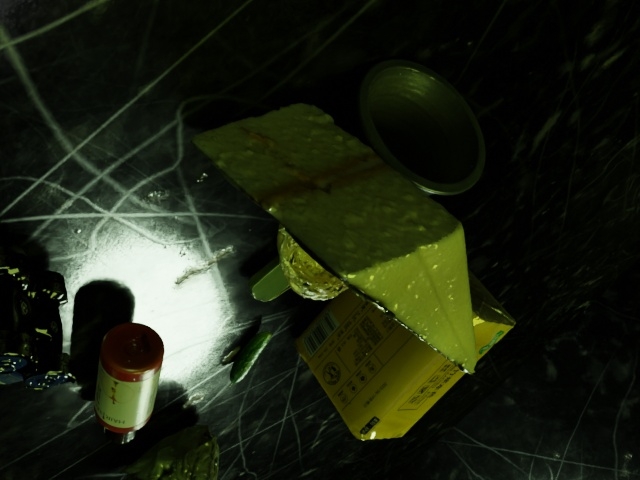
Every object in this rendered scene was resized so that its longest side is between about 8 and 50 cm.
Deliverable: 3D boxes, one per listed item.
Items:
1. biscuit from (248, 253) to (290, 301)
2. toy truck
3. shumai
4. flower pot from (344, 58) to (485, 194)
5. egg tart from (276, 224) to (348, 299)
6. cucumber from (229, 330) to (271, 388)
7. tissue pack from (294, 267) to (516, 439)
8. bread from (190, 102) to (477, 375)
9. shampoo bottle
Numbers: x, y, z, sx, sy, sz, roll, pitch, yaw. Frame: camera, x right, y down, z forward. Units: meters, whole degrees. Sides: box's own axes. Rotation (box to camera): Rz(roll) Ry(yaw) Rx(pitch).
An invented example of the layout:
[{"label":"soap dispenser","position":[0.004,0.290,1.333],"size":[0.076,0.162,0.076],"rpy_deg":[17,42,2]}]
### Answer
[{"label":"biscuit","position":[0.000,0.000,1.491],"size":[0.322,0.038,0.099],"rpy_deg":[-38,150,1]},{"label":"toy truck","position":[-0.432,0.118,1.056],"size":[0.176,0.161,0.213],"rpy_deg":[-17,154,9]},{"label":"shumai","position":[-0.328,0.533,1.761],"size":[0.218,0.256,0.189],"rpy_deg":[2,169,-11]},{"label":"flower pot","position":[0.121,-0.147,1.260],"size":[0.235,0.235,0.148],"rpy_deg":[-15,165,-38]},{"label":"egg tart","position":[0.011,-0.011,1.393],"size":[0.252,0.098,0.232],"rpy_deg":[24,105,-43]},{"label":"cucumber","position":[-0.150,0.243,1.677],"size":[0.039,0.039,0.168],"rpy_deg":[0,132,-50]},{"label":"tissue pack","position":[0.173,0.195,1.728],"size":[0.228,0.293,0.382],"rpy_deg":[12,124,-50]},{"label":"bread","position":[0.035,0.037,1.173],"size":[0.242,0.345,0.405],"rpy_deg":[-32,138,-26]},{"label":"shampoo bottle","position":[-0.338,0.263,1.405],"size":[0.104,0.104,0.278],"rpy_deg":[-19,147,-33]}]
